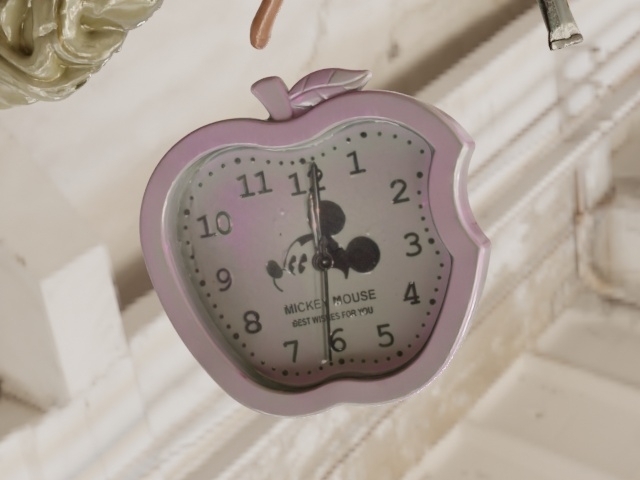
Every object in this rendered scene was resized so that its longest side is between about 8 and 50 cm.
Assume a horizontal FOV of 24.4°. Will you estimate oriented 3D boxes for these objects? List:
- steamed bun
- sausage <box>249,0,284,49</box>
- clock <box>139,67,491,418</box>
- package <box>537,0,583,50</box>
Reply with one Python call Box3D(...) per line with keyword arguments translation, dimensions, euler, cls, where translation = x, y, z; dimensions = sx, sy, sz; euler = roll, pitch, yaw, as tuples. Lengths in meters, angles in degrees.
Box3D(translation=(-0.370, -0.346, 1.981), dimensions=(0.324, 0.219, 0.310), euler=(8, -124, 52), cls="steamed bun")
Box3D(translation=(-0.076, -0.398, 2.468), dimensions=(0.043, 0.186, 0.043), euler=(18, -143, -15), cls="sausage")
Box3D(translation=(0.000, 0.000, 1.422), dimensions=(0.338, 0.339, 0.102), euler=(-1, -176, 14), cls="clock")
Box3D(translation=(0.212, -0.232, 1.372), dimensions=(0.037, 0.110, 0.015), euler=(-18, -179, -20), cls="package")
